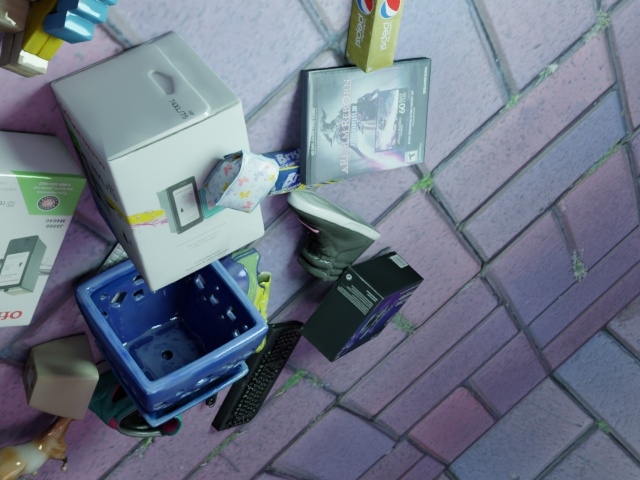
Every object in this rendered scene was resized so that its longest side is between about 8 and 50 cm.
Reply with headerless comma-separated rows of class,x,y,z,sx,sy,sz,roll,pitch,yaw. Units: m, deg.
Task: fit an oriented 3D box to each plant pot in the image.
plant pot,-0.452,0.233,1.485,0.096,0.109,0.109,7,124,-32
plant pot,-0.254,0.164,1.473,0.236,0.236,0.212,-29,155,-26

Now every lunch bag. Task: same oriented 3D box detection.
lunch bag,-0.104,-0.084,1.161,0.071,0.053,0.083,11,129,-47

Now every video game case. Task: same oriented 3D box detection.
video game case,0.082,-0.212,1.516,0.274,0.026,0.196,-14,117,-35

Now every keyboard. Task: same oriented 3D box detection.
keyboard,-0.160,0.305,1.905,0.202,0.033,0.317,-1,128,-44
keyboard,-0.319,0.023,1.453,0.072,0.014,0.256,17,115,-51

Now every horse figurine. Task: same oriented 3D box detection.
horse figurine,-0.545,0.408,1.579,0.263,0.066,0.174,-24,149,-43

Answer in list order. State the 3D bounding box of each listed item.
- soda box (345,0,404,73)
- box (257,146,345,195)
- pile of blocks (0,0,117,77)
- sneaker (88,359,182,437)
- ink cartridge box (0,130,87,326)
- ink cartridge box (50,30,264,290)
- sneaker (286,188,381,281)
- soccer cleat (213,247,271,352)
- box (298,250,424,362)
soda box,0.090,-0.362,1.382,0.058,0.061,0.181,-22,142,-27
box,-0.032,-0.128,1.523,0.169,0.059,0.054,-15,134,-34
pile of blocks,-0.279,-0.336,0.977,0.113,0.149,0.362,17,116,-52
sneaker,-0.283,0.267,1.610,0.296,0.178,0.123,-26,143,-21
ink cartridge box,-0.468,-0.010,1.181,0.198,0.114,0.272,0,128,-44
ink cartridge box,-0.224,-0.112,1.234,0.197,0.198,0.270,-28,143,-18
sneaker,0.000,0.000,1.655,0.146,0.104,0.296,-53,149,8
soccer cleat,-0.133,0.123,1.678,0.121,0.093,0.289,-37,147,-18
box,0.092,0.135,1.825,0.184,0.103,0.261,-51,165,22
